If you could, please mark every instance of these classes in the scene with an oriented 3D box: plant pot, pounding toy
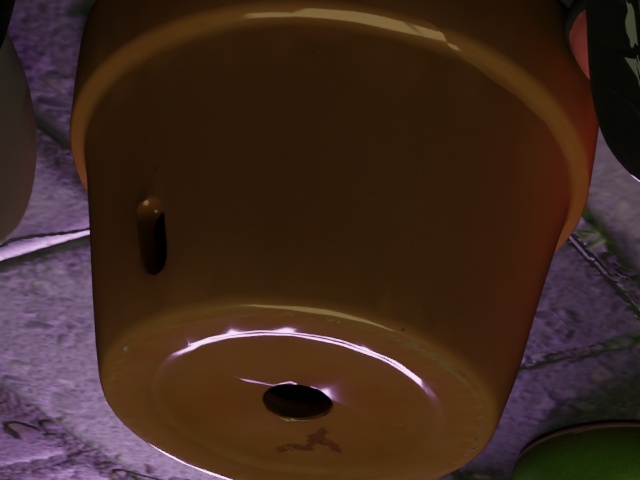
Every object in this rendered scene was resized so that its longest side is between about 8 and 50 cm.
[{"bbox_3d":[0.000,0.000,0.909,0.290,0.203,0.291,5,146,3],"label":"plant pot"},{"bbox_3d":[0.248,0.215,1.270,0.183,0.110,0.237,28,142,-28],"label":"pounding toy"}]

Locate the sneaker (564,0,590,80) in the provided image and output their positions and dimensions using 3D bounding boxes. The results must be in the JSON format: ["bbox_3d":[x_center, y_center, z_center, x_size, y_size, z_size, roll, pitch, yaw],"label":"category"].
[{"bbox_3d":[0.254,-0.025,0.860,0.314,0.136,0.116,31,141,-16],"label":"sneaker"}]

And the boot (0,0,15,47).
[{"bbox_3d":[-0.246,-0.096,0.763,0.222,0.118,0.338,9,113,2],"label":"boot"}]

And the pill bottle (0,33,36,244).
[{"bbox_3d":[-0.310,-0.050,0.930,0.283,0.161,0.161,-6,145,19],"label":"pill bottle"}]

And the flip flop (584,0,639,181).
[{"bbox_3d":[0.169,-0.143,0.752,0.112,0.080,0.277,15,134,32],"label":"flip flop"}]
